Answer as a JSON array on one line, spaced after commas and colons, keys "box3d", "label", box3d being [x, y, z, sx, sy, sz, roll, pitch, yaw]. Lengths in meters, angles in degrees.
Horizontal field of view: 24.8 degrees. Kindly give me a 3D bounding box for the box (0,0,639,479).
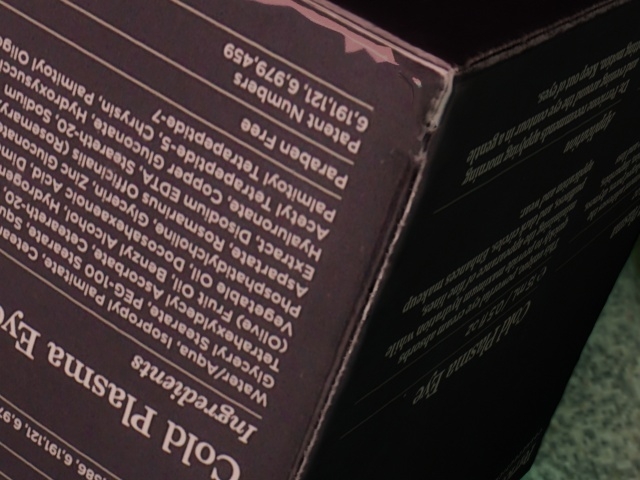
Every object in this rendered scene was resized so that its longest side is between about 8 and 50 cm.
[{"box3d": [0.000, 0.000, 0.574, 0.179, 0.343, 0.312, 30, 119, 20], "label": "box"}]
